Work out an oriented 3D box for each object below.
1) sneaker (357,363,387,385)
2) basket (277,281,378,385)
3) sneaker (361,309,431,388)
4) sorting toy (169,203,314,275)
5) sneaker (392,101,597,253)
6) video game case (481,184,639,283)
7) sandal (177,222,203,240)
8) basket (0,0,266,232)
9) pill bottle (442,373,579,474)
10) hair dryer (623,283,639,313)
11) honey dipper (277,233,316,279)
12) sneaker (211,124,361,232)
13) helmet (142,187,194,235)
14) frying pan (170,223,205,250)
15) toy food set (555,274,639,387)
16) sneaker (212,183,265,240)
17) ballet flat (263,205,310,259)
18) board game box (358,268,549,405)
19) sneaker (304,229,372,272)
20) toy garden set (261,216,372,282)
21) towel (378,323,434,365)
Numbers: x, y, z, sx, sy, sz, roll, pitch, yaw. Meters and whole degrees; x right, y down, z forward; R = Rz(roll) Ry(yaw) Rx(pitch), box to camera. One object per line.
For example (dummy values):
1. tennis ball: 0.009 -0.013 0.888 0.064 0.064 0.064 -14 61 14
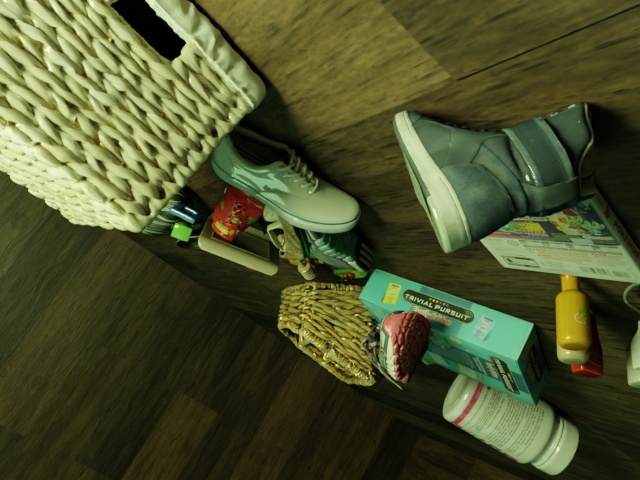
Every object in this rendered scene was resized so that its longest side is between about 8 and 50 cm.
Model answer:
1. sneaker: 0.086 0.324 1.658 0.281 0.162 0.106 26 173 45
2. basket: 0.003 0.227 1.356 0.214 0.222 0.299 5 168 -10
3. sneaker: 0.132 0.199 1.078 0.112 0.120 0.299 28 163 18
4. sorting toy: -0.180 0.016 1.282 0.348 0.047 0.196 22 -163 -10
5. sneaker: 0.164 -0.086 0.549 0.226 0.164 0.086 -102 -13 -55
6. video game case: 0.262 -0.016 0.685 0.183 0.023 0.201 41 162 -29
7. sandal: -0.394 -0.053 1.644 0.219 0.090 0.060 42 139 -11
8. basket: -0.317 -0.201 0.748 0.328 0.266 0.331 43 158 -32
9. pill bottle: 0.454 0.428 1.367 0.283 0.160 0.160 30 163 5
10. hair dryer: 0.497 0.110 0.596 0.294 0.080 0.223 34 180 11
11. honey dipper: -0.053 0.033 1.194 0.031 0.030 0.160 19 159 35
12. sneaker: -0.052 -0.094 0.888 0.258 0.094 0.091 24 147 -1
13. helmet: -0.405 -0.089 1.387 0.170 0.169 0.161 24 179 23
14. frying pan: -0.311 -0.012 1.433 0.197 0.053 0.326 -10 165 32
15. toy food set: 0.403 0.126 0.772 0.233 0.104 0.111 16 152 -11
16. sneaker: -0.158 -0.056 1.124 0.107 0.118 0.279 33 164 -8
17. ballet flat: -0.067 -0.035 1.027 0.067 0.073 0.206 -9 133 3
18. board game box: 0.274 0.195 1.161 0.336 0.079 0.253 18 158 36
19. sneaker: 0.000 0.000 1.023 0.098 0.083 0.224 -10 143 35
20. toy garden set: -0.008 0.018 1.194 0.244 0.049 0.204 35 163 -12
21. towel: 0.223 0.282 1.597 0.237 0.021 0.102 32 164 -2
